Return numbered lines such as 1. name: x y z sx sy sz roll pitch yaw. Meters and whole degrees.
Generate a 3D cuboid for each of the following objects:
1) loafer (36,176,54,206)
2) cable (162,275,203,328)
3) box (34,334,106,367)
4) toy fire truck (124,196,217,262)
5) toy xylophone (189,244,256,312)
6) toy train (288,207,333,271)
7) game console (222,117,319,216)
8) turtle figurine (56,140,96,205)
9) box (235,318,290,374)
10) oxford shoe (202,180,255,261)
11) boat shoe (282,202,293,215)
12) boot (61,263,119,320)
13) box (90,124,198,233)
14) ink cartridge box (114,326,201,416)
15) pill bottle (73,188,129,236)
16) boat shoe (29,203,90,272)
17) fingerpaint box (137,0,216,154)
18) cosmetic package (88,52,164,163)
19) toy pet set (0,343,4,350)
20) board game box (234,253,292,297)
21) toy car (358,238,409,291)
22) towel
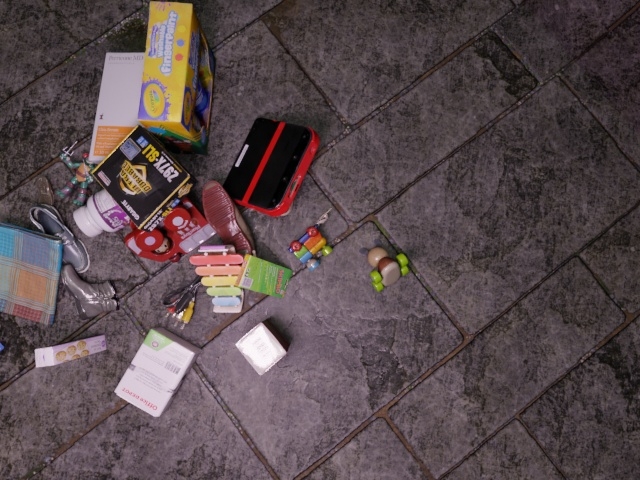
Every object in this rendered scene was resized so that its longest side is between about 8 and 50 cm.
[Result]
1. loafer: -1.137 -0.191 1.740 0.056 0.050 0.147 1 99 -9
2. cable: -0.531 0.213 1.715 0.140 0.072 0.287 29 71 19
3. box: -0.906 0.401 1.539 0.063 0.324 0.067 -8 83 2
4. toy fire truck: -0.586 -0.028 1.646 0.302 0.254 0.169 -37 43 -6
5. toy xylophone: -0.352 0.137 1.629 0.236 0.081 0.322 -8 120 9
6. toy train: 0.000 0.000 1.713 0.248 0.105 0.143 -42 96 -5
7. game console: -0.207 -0.306 1.701 0.342 0.060 0.386 20 81 32
8. turtle figurine: -0.979 -0.273 1.717 0.175 0.118 0.234 30 100 17
9. box: -0.213 0.397 1.595 0.127 0.232 0.148 -40 86 -5
10. oxford shoe: -0.368 -0.076 1.700 0.123 0.130 0.348 -23 90 12
11. boat shoe: -0.150 -0.248 1.736 0.103 0.092 0.285 5 84 0
12. boot: -0.916 0.188 1.684 0.161 0.083 0.246 -20 100 -7
13. box: -0.634 -0.225 1.507 0.257 0.079 0.322 -45 71 -2
14. ink cartridge box: -0.629 0.507 1.637 0.198 0.115 0.272 29 84 3
15. pill bottle: -0.811 -0.137 1.677 0.302 0.169 0.169 -29 85 -3
16. boat shoe: -1.057 -0.005 1.686 0.116 0.099 0.319 -32 93 -7
17. fingerpaint box: -0.539 -0.604 1.631 0.163 0.371 0.444 3 83 0
18. cosmetic package: -0.760 -0.514 1.705 0.230 0.161 0.452 4 83 11
19. toy pet set: -1.326 0.416 1.677 0.114 0.065 0.122 -3 79 34
20. board game box: -0.214 0.145 1.640 0.039 0.259 0.124 15 83 40
21. toy car: 0.242 0.083 1.710 0.155 0.149 0.188 -32 56 -7
22. towel: -1.166 0.136 1.655 0.272 0.040 0.369 15 102 2
